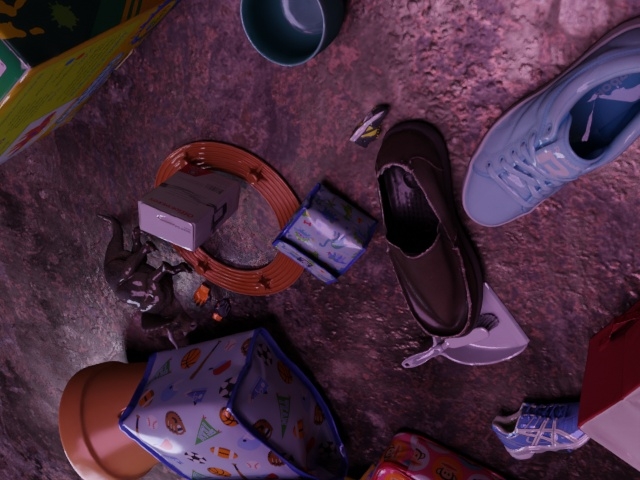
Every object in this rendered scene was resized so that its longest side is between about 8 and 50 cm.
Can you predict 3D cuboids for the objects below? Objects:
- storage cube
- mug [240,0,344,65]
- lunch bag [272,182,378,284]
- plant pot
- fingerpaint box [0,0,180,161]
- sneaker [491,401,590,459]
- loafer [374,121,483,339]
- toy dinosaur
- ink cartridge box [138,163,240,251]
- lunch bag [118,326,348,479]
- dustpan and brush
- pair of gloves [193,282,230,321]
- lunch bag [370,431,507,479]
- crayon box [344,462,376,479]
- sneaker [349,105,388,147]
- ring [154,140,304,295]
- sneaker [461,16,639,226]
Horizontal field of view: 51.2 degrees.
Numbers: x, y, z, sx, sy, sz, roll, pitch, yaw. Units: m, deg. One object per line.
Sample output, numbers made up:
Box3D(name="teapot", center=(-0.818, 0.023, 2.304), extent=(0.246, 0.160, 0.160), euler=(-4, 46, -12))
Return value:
Box3D(name="storage cube", center=(0.504, 0.209, 0.950), extent=(0.215, 0.193, 0.183), euler=(34, 131, 2))
Box3D(name="mug", center=(-0.039, -0.332, 0.929), extent=(0.130, 0.097, 0.157), euler=(-17, 112, 36))
Box3D(name="lunch bag", center=(0.000, 0.000, 1.139), extent=(0.129, 0.096, 0.151), euler=(36, 135, -6))
Box3D(name="plant pot", center=(-0.421, 0.403, 1.547), extent=(0.204, 0.291, 0.290), euler=(-21, 111, 19))
Box3D(name="fingerpaint box", center=(-0.458, -0.272, 1.015), extent=(0.445, 0.371, 0.163), euler=(-28, 107, 40))
Box3D(name="sneaker", center=(0.391, 0.321, 1.163), extent=(0.081, 0.080, 0.211), euler=(44, 130, -9))
Box3D(name="loafer", center=(0.148, 0.009, 1.029), extent=(0.134, 0.130, 0.365), euler=(-7, 113, 33))
Box3D(name="toy dinosaur", center=(-0.370, 0.073, 1.354), extent=(0.313, 0.121, 0.160), euler=(42, 100, 0))
Box3D(name="ink cartridge box", center=(-0.222, -0.059, 1.140), extent=(0.109, 0.150, 0.063), euler=(22, 129, 14))
Box3D(name="lunch bag", center=(-0.165, 0.403, 1.404), extent=(0.328, 0.238, 0.385), euler=(-15, 128, 32))
Box3D(name="dustpan and brush", center=(0.230, 0.173, 1.158), extent=(0.211, 0.060, 0.147), euler=(-29, 105, 39))
Box3D(name="pair of gloves", center=(-0.231, 0.133, 1.413), extent=(0.083, 0.010, 0.074), euler=(36, 131, 1))
Box3D(name="lunch bag", center=(0.243, 0.547, 1.383), extent=(0.293, 0.120, 0.258), euler=(24, 134, 14))
Box3D(name="crayon box", center=(0.039, 0.666, 1.460), extent=(0.083, 0.323, 0.203), euler=(-5, 121, 54))
Box3D(name="sneaker", center=(0.081, -0.174, 1.024), extent=(0.035, 0.031, 0.083), euler=(35, 137, -15))
Box3D(name="ring", center=(-0.176, -0.029, 1.258), extent=(0.337, 0.032, 0.336), euler=(14, 126, 20))
Box3D(name="sneaker", center=(0.296, -0.126, 0.857), extent=(0.135, 0.150, 0.366), euler=(38, 131, 1))
